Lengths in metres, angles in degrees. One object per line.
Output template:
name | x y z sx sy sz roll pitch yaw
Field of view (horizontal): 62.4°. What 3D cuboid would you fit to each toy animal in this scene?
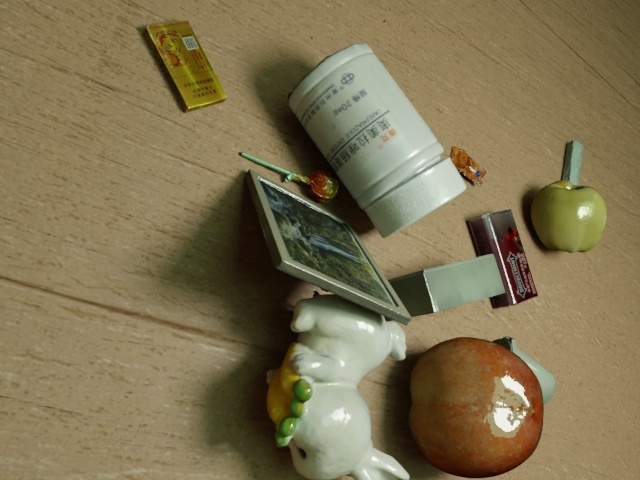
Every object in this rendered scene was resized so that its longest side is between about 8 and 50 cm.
toy animal | 0.023 0.241 0.831 0.247 0.183 0.310 14 68 -32

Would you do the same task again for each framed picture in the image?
framed picture | 0.000 0.000 0.863 0.241 0.020 0.324 27 18 -26

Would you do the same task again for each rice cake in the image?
rice cake | 0.758 -0.206 1.594 0.045 0.042 0.245 29 60 -11

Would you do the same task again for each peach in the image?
peach | 0.283 0.302 0.969 0.252 0.252 0.252 12 69 -33

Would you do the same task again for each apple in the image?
apple | 0.652 -0.063 1.386 0.200 0.200 0.200 12 69 -33

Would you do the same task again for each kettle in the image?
kettle | 0.422 0.299 1.170 0.148 0.127 0.098 37 25 -18

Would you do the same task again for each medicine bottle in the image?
medicine bottle | 0.107 -0.180 0.997 0.190 0.190 0.332 -34 87 -38

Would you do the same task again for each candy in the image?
candy | -0.055 -0.126 0.987 0.201 0.060 0.060 18 65 -21

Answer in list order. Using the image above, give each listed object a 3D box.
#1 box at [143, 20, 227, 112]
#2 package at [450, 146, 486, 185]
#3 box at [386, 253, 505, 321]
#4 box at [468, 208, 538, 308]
box | -0.234 -0.305 0.924 0.089 0.022 0.156 -31 94 -39
package | 0.367 -0.182 1.311 0.111 0.033 0.077 34 68 -17
box | 0.246 0.095 1.073 0.225 0.129 0.086 -9 81 -38
box | 0.439 0.043 1.270 0.120 0.069 0.224 -9 82 -37
